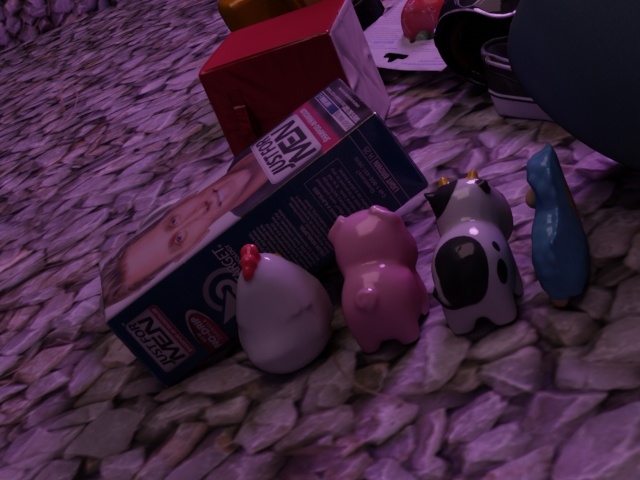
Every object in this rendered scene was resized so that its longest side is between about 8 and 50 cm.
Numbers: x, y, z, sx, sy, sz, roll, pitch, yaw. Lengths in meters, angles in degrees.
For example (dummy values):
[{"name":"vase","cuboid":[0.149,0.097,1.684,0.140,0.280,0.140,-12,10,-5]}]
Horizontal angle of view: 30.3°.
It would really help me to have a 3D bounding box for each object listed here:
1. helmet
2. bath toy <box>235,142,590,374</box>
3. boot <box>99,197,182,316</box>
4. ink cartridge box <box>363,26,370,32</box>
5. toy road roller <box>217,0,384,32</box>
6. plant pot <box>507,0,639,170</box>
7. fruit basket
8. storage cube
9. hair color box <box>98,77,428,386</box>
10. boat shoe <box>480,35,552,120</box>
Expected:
[{"name":"helmet","cuboid":[0.251,-0.301,1.604,0.169,0.169,0.161,1,39,47]},{"name":"bath toy","cuboid":[0.069,0.019,1.116,0.348,0.129,0.151,-18,23,19]},{"name":"boot","cuboid":[-0.197,0.010,1.410,0.190,0.069,0.086,-47,11,22]},{"name":"ink cartridge box","cuboid":[-0.014,-0.333,2.093,0.223,0.045,0.224,-12,24,25]},{"name":"toy road roller","cuboid":[-0.073,-0.420,2.035,0.240,0.203,0.329,-39,26,-12]},{"name":"plant pot","cuboid":[0.351,-0.171,1.118,0.290,0.290,0.195,-25,58,-1]},{"name":"fruit basket","cuboid":[0.222,-0.370,1.853,0.353,0.165,0.327,-49,28,-15]},{"name":"storage cube","cuboid":[-0.029,-0.210,1.655,0.193,0.184,0.215,-16,23,17]},{"name":"hair color box","cuboid":[-0.070,-0.015,1.268,0.347,0.105,0.174,-38,23,2]},{"name":"boat shoe","cuboid":[0.308,-0.209,1.410,0.113,0.105,0.306,-33,23,-20]}]
